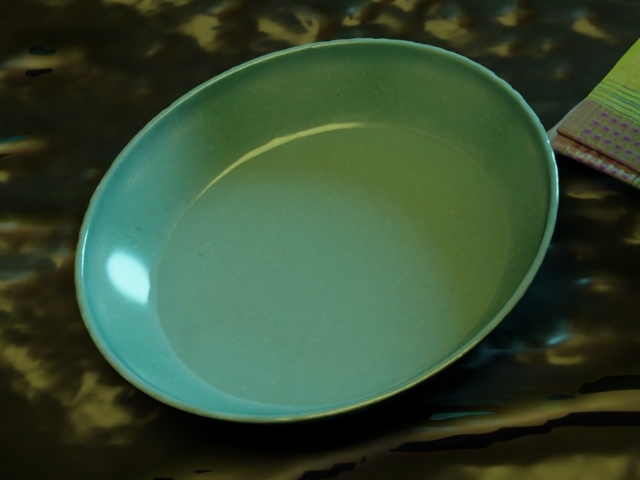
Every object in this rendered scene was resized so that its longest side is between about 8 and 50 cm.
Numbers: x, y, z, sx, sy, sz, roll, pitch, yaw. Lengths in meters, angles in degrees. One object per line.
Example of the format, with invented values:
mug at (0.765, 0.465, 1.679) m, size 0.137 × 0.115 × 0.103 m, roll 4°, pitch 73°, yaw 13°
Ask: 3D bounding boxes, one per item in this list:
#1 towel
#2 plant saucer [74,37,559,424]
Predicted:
towel at (0.101, -0.027, 0.440) m, size 0.083 × 0.009 × 0.060 m, roll 30°, pitch 64°, yaw 35°
plant saucer at (0.000, 0.000, 0.442) m, size 0.119 × 0.021 × 0.119 m, roll -9°, pitch 49°, yaw 11°
